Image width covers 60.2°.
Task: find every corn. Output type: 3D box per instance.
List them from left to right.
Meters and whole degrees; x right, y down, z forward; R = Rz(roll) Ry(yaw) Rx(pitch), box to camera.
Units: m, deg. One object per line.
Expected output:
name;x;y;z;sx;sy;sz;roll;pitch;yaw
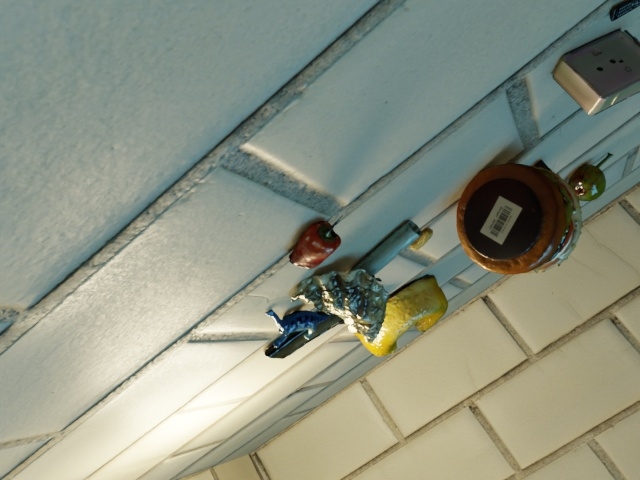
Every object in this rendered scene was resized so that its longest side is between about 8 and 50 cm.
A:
corn;0.324;-0.003;1.767;0.037;0.037;0.092;-7;145;-49

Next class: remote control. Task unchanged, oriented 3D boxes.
remote control;0.656;-0.502;1.177;0.091;0.016;0.034;-30;143;-9

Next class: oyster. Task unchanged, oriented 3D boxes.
oyster;0.079;0.192;1.633;0.238;0.114;0.351;-18;133;22

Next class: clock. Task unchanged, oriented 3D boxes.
clock;0.650;-0.381;1.250;0.192;0.147;0.071;-27;158;-16

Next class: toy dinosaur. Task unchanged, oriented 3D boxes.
toy dinosaur;-0.074;0.259;1.727;0.329;0.076;0.144;6;131;-43

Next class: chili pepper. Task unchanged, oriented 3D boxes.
chili pepper;0.000;0.000;1.257;0.192;0.084;0.086;-50;-174;42

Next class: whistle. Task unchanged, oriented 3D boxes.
whistle;0.170;0.058;1.648;0.312;0.062;0.062;-42;157;24

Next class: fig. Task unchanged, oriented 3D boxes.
fig;1.091;-0.266;2.209;0.245;0.149;0.149;-45;165;-25

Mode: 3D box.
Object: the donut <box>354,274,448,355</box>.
donut;0.361;0.332;2.371;0.435;0.163;0.377;-28;157;-11

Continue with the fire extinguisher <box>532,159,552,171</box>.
fire extinguisher;0.663;-0.154;1.862;0.268;0.072;0.089;-44;150;27

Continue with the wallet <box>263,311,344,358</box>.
wallet;-0.039;0.318;1.940;0.318;0.045;0.172;-35;156;8

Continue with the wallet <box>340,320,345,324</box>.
wallet;0.160;0.262;2.104;0.149;0.044;0.250;-44;156;18

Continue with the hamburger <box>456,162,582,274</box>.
hamburger;0.578;-0.061;1.604;0.250;0.330;0.330;4;138;-48
